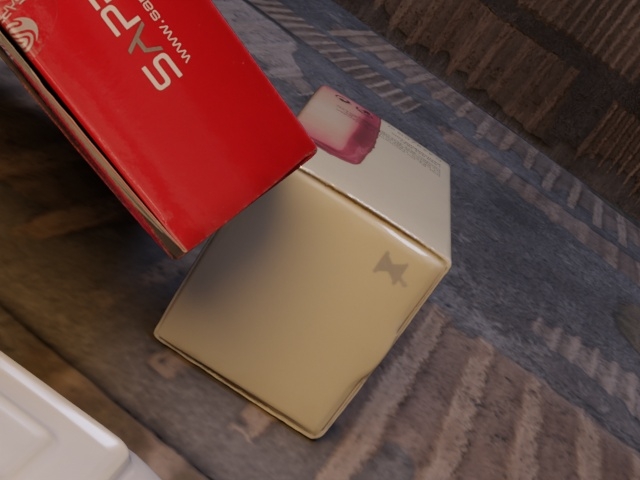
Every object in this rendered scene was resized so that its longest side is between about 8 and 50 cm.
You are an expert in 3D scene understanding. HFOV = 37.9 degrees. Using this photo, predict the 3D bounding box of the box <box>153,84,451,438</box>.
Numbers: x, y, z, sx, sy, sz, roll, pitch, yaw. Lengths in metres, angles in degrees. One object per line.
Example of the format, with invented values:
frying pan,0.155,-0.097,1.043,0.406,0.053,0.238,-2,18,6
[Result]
box,0.000,0.000,0.651,0.127,0.148,0.232,33,19,-4

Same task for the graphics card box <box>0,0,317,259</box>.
graphics card box,-0.137,-0.131,0.557,0.232,0.094,0.371,53,-5,-15

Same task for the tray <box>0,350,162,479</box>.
tray,-0.191,0.055,0.393,0.270,0.030,0.145,36,19,2
